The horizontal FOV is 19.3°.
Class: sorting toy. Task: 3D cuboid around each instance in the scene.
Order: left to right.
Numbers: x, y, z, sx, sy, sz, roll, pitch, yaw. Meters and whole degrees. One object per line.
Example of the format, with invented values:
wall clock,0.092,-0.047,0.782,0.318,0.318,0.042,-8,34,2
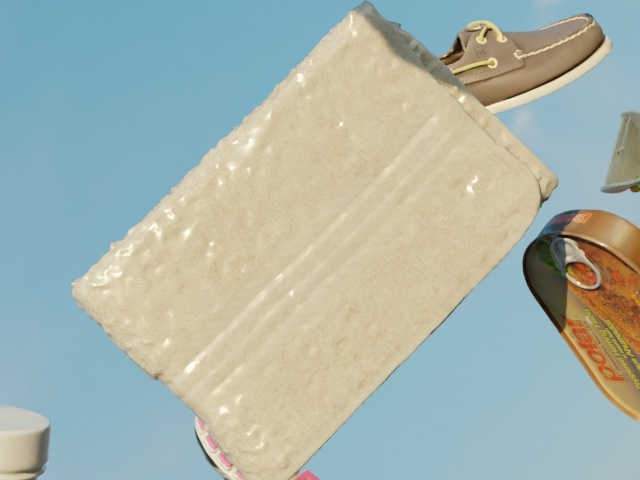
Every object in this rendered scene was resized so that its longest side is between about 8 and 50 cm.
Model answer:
sorting toy,0.309,-0.083,1.769,0.075,0.045,0.083,-22,47,64

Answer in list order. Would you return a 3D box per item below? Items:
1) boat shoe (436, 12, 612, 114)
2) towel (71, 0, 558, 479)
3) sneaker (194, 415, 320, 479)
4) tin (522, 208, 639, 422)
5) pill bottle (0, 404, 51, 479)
boat shoe,0.168,-0.188,2.114,0.324,0.096,0.116,-23,15,0
towel,0.000,0.000,1.196,0.282,0.187,0.049,-44,-1,-11
sneaker,-0.040,0.197,1.454,0.063,0.170,0.074,-32,-25,-37
tin,0.213,0.056,1.292,0.106,0.189,0.040,-11,33,46
pill bottle,-0.291,0.261,1.595,0.131,0.131,0.229,-5,-76,-58
